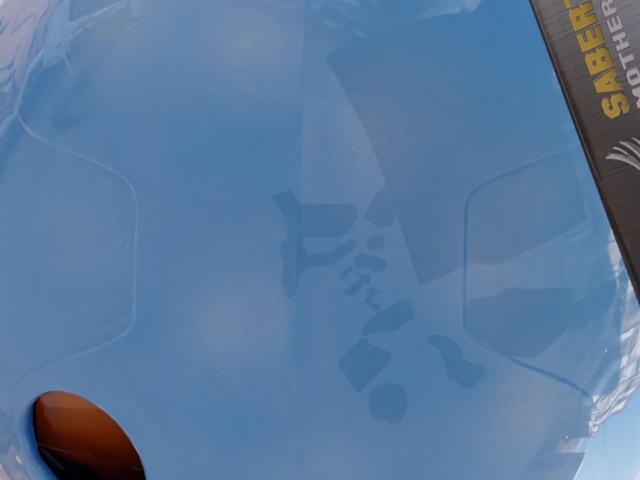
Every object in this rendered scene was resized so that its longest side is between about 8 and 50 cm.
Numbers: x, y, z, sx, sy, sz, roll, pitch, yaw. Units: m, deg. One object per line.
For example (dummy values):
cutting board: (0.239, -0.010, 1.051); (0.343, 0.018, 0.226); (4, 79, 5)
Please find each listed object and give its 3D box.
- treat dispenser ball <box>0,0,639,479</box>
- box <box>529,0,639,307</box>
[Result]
treat dispenser ball: (0.000, 0.000, 0.651); (0.288, 0.288, 0.288); (6, -71, 18)
box: (0.126, -0.103, 0.426); (0.056, 0.183, 0.231); (-19, -88, 61)
